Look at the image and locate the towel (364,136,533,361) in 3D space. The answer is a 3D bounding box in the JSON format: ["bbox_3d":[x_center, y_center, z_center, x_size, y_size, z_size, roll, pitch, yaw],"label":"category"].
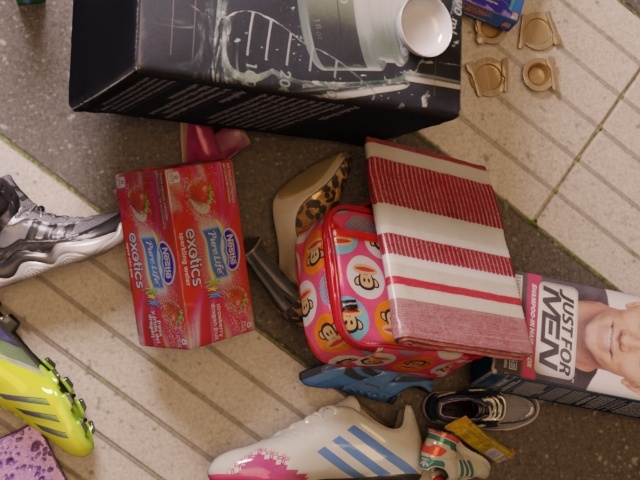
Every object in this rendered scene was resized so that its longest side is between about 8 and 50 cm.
[{"bbox_3d":[0.178,0.013,1.573,0.237,0.037,0.329,12,55,-31],"label":"towel"}]

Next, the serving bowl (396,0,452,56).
[{"bbox_3d":[0.132,-0.279,1.423,0.083,0.027,0.083,2,86,-29],"label":"serving bowl"}]

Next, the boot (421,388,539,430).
[{"bbox_3d":[0.257,0.263,1.673,0.190,0.086,0.069,-1,86,-10],"label":"boot"}]

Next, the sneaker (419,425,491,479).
[{"bbox_3d":[0.198,0.342,1.643,0.161,0.057,0.075,42,69,-43],"label":"sneaker"}]

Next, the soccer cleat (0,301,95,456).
[{"bbox_3d":[-0.437,0.207,1.551,0.121,0.093,0.289,-40,90,-8],"label":"soccer cleat"}]

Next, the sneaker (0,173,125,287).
[{"bbox_3d":[-0.401,-0.031,1.567,0.269,0.101,0.153,-19,92,-9],"label":"sneaker"}]

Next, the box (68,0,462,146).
[{"bbox_3d":[-0.072,-0.404,1.504,0.472,0.297,0.479,4,85,-30],"label":"box"}]

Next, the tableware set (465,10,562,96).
[{"bbox_3d":[0.315,-0.305,1.762,0.169,0.020,0.141,-3,86,-10],"label":"tableware set"}]

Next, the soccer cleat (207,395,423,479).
[{"bbox_3d":[-0.006,0.304,1.619,0.331,0.116,0.143,2,76,-15],"label":"soccer cleat"}]

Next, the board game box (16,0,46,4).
[{"bbox_3d":[-0.439,-0.520,1.543,0.046,0.213,0.317,-7,87,-11],"label":"board game box"}]

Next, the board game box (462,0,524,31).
[{"bbox_3d":[0.265,-0.462,1.741,0.160,0.047,0.210,19,76,-8],"label":"board game box"}]

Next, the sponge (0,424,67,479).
[{"bbox_3d":[-0.417,0.379,1.570,0.117,0.031,0.210,-26,91,-12],"label":"sponge"}]

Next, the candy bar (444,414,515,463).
[{"bbox_3d":[0.246,0.306,1.654,0.040,0.018,0.161,-31,136,22],"label":"candy bar"}]

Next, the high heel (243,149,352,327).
[{"bbox_3d":[0.000,0.000,1.670,0.261,0.093,0.186,-50,122,-25],"label":"high heel"}]

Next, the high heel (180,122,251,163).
[{"bbox_3d":[-0.219,-0.205,1.632,0.117,0.082,0.244,-37,101,-10],"label":"high heel"}]

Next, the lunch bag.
[{"bbox_3d":[0.105,0.061,1.596,0.293,0.120,0.258,9,61,-34],"label":"lunch bag"}]

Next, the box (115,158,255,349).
[{"bbox_3d":[-0.192,0.018,1.552,0.128,0.123,0.256,-13,99,-46],"label":"box"}]

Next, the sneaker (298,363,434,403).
[{"bbox_3d":[0.074,0.214,1.652,0.209,0.069,0.082,-6,86,-11],"label":"sneaker"}]

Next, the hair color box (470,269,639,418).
[{"bbox_3d":[0.416,0.166,1.681,0.347,0.105,0.173,12,68,-10],"label":"hair color box"}]
